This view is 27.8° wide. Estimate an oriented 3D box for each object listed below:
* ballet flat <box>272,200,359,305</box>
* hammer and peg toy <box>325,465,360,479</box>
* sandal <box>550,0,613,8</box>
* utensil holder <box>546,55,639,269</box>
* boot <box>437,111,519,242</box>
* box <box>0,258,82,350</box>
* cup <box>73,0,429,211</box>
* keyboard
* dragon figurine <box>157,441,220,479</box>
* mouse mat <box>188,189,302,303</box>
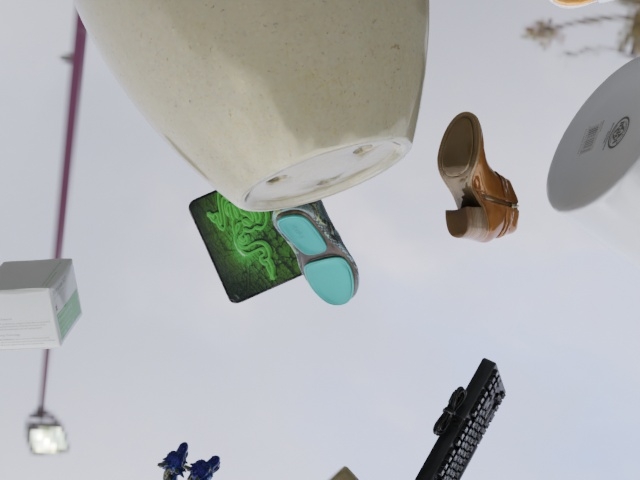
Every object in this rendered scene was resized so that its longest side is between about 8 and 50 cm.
[{"bbox_3d":[0.000,0.000,1.472,0.070,0.188,0.070,-10,-128,13],"label":"ballet flat"},{"bbox_3d":[-0.048,0.475,1.796,0.127,0.361,0.266,46,-179,8],"label":"hammer and peg toy"},{"bbox_3d":[0.352,-0.317,1.344,0.265,0.102,0.076,-22,-154,18],"label":"sandal"},{"bbox_3d":[0.610,-0.077,2.094,0.385,0.327,0.327,32,-167,-17],"label":"utensil holder"},{"bbox_3d":[0.249,-0.096,1.977,0.073,0.197,0.152,7,-174,40],"label":"boot"},{"bbox_3d":[-0.375,0.082,1.678,0.102,0.087,0.101,-4,-159,9],"label":"box"},{"bbox_3d":[-0.032,-0.166,1.181,0.331,0.237,0.331,-19,169,-4],"label":"cup"},{"bbox_3d":[0.166,0.223,1.515,0.023,0.108,0.180,12,-123,36],"label":"keyboard"},{"bbox_3d":[-0.243,0.421,1.854,0.085,0.289,0.144,32,164,33],"label":"dragon figurine"},{"bbox_3d":[-0.101,-0.007,1.982,0.153,0.189,0.007,-24,-157,-5],"label":"mouse mat"}]
